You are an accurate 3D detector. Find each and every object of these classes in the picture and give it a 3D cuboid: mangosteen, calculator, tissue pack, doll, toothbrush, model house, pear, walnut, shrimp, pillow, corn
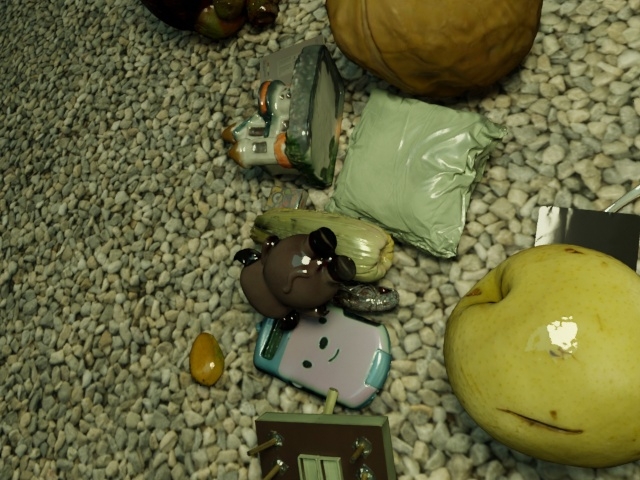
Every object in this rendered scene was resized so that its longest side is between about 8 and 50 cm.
[{"bbox_3d":[-0.288,-0.708,1.279,0.421,0.381,0.381,32,86,31],"label":"mangosteen"},{"bbox_3d":[-0.004,0.203,0.986,0.293,0.051,0.173,14,78,29],"label":"calculator"},{"bbox_3d":[-0.074,-0.086,1.137,0.083,0.035,0.063,9,75,27],"label":"tissue pack"},{"bbox_3d":[-0.053,0.063,0.923,0.182,0.117,0.257,57,140,-1],"label":"doll"},{"bbox_3d":[0.505,-0.064,0.869,0.375,0.028,0.037,-36,66,8],"label":"toothbrush"},{"bbox_3d":[-0.110,-0.257,1.130,0.300,0.190,0.271,-1,72,25],"label":"model house"},{"bbox_3d":[0.332,0.158,0.716,0.309,0.309,0.309,-9,68,21],"label":"pear"},{"bbox_3d":[0.206,-0.423,0.944,0.354,0.397,0.308,36,113,45],"label":"walnut"},{"bbox_3d":[0.066,0.102,0.978,0.165,0.057,0.065,13,38,20],"label":"shrimp"},{"bbox_3d":[0.169,-0.128,0.987,0.310,0.138,0.283,27,95,34],"label":"pillow"},{"bbox_3d":[-0.003,0.003,1.008,0.305,0.123,0.122,11,91,38],"label":"corn"}]

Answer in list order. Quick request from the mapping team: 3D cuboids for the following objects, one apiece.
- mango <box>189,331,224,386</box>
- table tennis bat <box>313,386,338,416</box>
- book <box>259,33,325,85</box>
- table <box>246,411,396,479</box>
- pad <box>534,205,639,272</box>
[{"bbox_3d":[-0.237,0.245,1.073,0.079,0.057,0.114,-26,59,22],"label":"mango"},{"bbox_3d":[0.006,0.336,0.921,0.087,0.013,0.156,19,101,24],"label":"table tennis bat"},{"bbox_3d":[-0.069,-0.430,1.277,0.181,0.014,0.127,-13,66,20],"label":"book"},{"bbox_3d":[-0.008,0.368,0.863,0.240,0.111,0.122,-7,93,24],"label":"table"},{"bbox_3d":[0.442,0.003,0.862,0.157,0.003,0.112,8,85,17],"label":"pad"}]
